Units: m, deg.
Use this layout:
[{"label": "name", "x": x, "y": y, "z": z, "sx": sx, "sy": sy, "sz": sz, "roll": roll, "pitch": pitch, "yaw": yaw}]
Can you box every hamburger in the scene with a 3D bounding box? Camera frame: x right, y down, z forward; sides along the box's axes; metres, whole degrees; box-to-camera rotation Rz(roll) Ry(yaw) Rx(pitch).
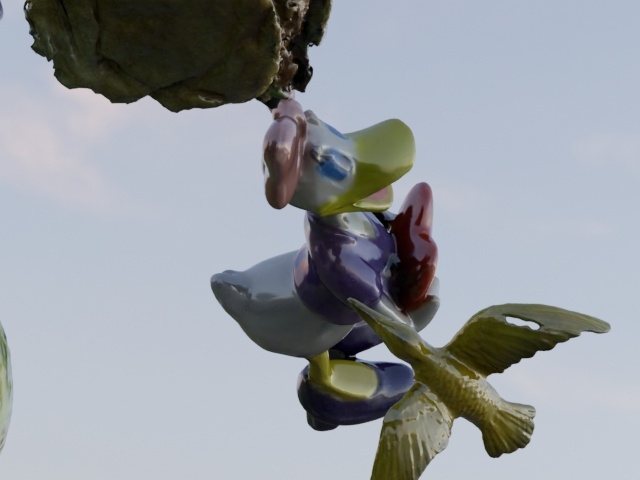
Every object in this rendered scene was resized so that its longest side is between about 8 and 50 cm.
[{"label": "hamburger", "x": -0.091, "y": -0.181, "z": 1.280, "sx": 0.206, "sy": 0.130, "sz": 0.183, "roll": 9, "pitch": -36, "yaw": 3}]

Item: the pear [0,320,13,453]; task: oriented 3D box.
[{"label": "pear", "x": -0.261, "y": 0.094, "z": 0.884, "sx": 0.176, "sy": 0.286, "sz": 0.282, "roll": 19, "pitch": -4, "yaw": 32}]

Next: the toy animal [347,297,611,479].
[{"label": "toy animal", "x": 0.080, "y": 0.100, "z": 1.372, "sx": 0.155, "sy": 0.219, "sz": 0.095, "roll": 40, "pitch": -2, "yaw": 17}]

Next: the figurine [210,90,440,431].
[{"label": "figurine", "x": 0.004, "y": 0.003, "z": 1.620, "sx": 0.193, "sy": 0.154, "sz": 0.421, "roll": 2, "pitch": -38, "yaw": -4}]

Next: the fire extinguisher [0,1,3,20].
[{"label": "fire extinguisher", "x": -0.395, "y": -0.096, "z": 1.412, "sx": 0.341, "sy": 0.105, "sz": 0.141, "roll": -37, "pitch": -5, "yaw": 11}]
